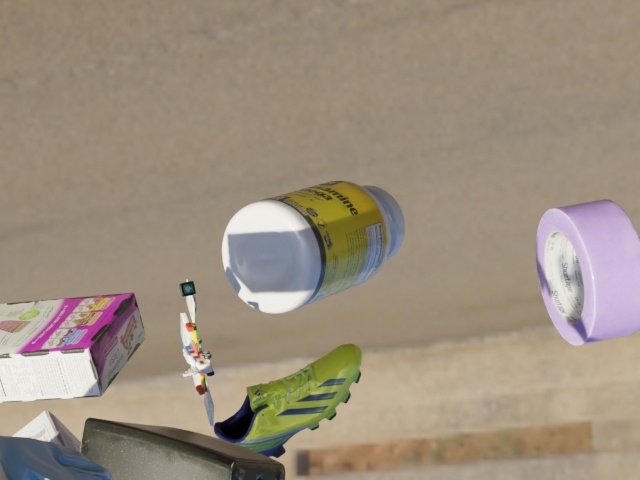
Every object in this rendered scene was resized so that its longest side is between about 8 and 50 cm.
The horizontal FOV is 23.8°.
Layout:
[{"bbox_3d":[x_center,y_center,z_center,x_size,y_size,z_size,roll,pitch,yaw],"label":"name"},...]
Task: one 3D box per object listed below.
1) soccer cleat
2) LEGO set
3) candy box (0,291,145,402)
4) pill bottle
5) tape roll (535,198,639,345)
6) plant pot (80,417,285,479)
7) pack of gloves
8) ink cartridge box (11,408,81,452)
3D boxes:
[{"bbox_3d":[-0.053,0.258,2.472,0.289,0.093,0.121,-42,113,19],"label":"soccer cleat"},{"bbox_3d":[-0.209,0.169,2.396,0.060,0.182,0.244,-12,149,-13],"label":"LEGO set"},{"bbox_3d":[-0.356,0.136,1.891,0.233,0.071,0.159,-4,-158,17],"label":"candy box"},{"bbox_3d":[0.000,0.000,2.581,0.188,0.188,0.334,-10,-175,35],"label":"pill bottle"},{"bbox_3d":[0.364,0.042,2.047,0.080,0.189,0.189,-11,169,-14],"label":"tape roll"},{"bbox_3d":[-0.141,0.291,1.604,0.167,0.187,0.188,0,170,26],"label":"plant pot"},{"bbox_3d":[-0.223,0.233,1.209,0.232,0.195,0.046,22,112,-47],"label":"pack of gloves"},{"bbox_3d":[-0.374,0.415,1.918,0.309,0.130,0.272,-38,128,-3],"label":"ink cartridge box"}]
